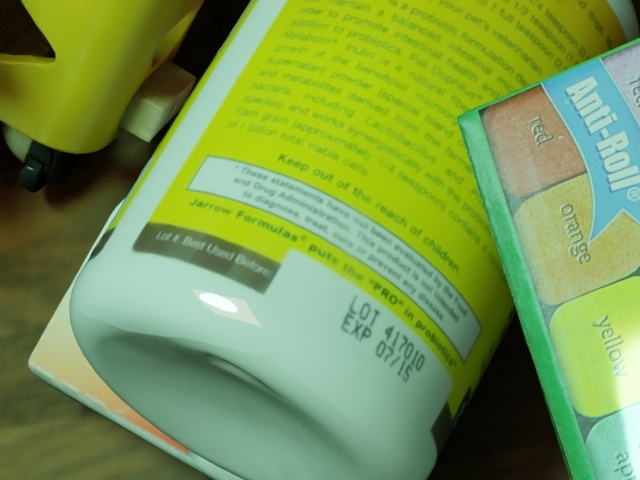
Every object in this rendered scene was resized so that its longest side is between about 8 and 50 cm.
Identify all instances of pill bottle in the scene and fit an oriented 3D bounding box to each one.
[{"bbox_3d":[0.022,-0.034,0.565,0.117,0.117,0.215,15,63,30],"label":"pill bottle"}]

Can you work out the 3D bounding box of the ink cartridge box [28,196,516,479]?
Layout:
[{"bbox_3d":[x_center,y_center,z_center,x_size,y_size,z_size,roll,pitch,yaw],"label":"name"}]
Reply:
[{"bbox_3d":[0.000,0.000,0.636,0.145,0.045,0.179,25,85,31],"label":"ink cartridge box"}]

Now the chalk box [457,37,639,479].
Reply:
[{"bbox_3d":[0.126,0.019,0.465,0.132,0.213,0.132,-22,62,17],"label":"chalk box"}]

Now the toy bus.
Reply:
[{"bbox_3d":[-0.095,-0.080,0.674,0.104,0.202,0.191,32,78,2],"label":"toy bus"}]
